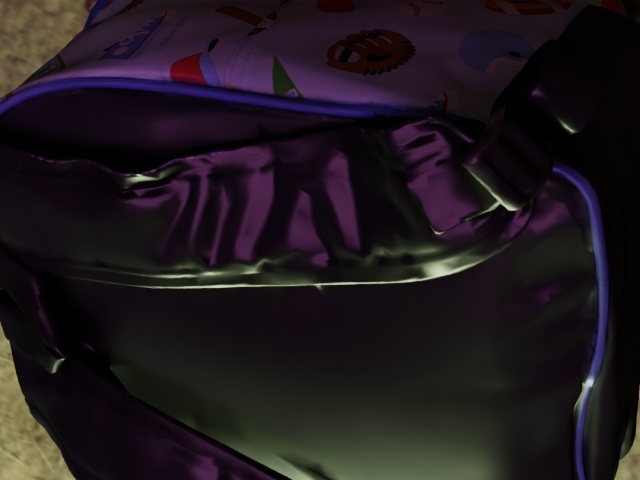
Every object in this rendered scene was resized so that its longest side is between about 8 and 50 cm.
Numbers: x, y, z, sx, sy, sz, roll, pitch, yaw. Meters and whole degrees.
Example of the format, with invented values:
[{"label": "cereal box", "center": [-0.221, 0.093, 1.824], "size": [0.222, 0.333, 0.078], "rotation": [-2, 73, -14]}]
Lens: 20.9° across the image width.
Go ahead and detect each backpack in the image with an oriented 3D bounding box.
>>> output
[{"label": "backpack", "center": [0.000, 0.000, 0.694], "size": [0.263, 0.213, 0.276], "rotation": [9, 125, 16]}]
